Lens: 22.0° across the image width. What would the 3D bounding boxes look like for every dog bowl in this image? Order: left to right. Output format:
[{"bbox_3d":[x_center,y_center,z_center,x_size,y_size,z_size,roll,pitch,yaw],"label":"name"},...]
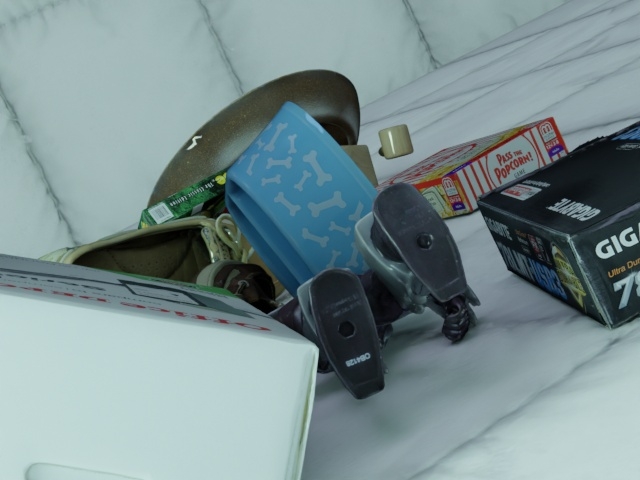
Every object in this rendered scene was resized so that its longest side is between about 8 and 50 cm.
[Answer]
[{"bbox_3d":[-0.007,-0.010,1.315,0.074,0.166,0.297,-39,-3,-7],"label":"dog bowl"}]

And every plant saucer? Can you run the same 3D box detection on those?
[{"bbox_3d":[-0.068,-0.074,1.974,0.311,0.050,0.310,-31,-25,-16],"label":"plant saucer"}]

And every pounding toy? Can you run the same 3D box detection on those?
[{"bbox_3d":[0.026,-0.057,1.858,0.206,0.094,0.181,-21,-9,40],"label":"pounding toy"}]

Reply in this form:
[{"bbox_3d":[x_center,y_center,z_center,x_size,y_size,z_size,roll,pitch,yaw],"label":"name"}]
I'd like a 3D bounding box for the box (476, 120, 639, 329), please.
[{"bbox_3d":[0.272,-0.052,1.108,0.293,0.073,0.295,-25,7,-2],"label":"box"}]

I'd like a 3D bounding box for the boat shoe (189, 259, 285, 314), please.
[{"bbox_3d":[-0.065,0.077,1.312,0.095,0.095,0.257,0,14,15],"label":"boat shoe"}]

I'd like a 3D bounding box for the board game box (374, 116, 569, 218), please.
[{"bbox_3d":[0.141,-0.064,1.710,0.147,0.045,0.193,-30,8,-32],"label":"board game box"}]

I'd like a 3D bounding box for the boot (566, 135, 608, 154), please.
[{"bbox_3d":[0.243,-0.065,1.402,0.121,0.045,0.099,-21,6,38],"label":"boot"}]

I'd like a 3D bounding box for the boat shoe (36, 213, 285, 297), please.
[{"bbox_3d":[-0.133,0.033,1.543,0.285,0.104,0.089,-11,-11,-37],"label":"boat shoe"}]

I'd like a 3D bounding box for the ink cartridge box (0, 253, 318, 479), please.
[{"bbox_3d":[-0.134,0.083,0.939,0.211,0.121,0.289,9,1,-13],"label":"ink cartridge box"}]

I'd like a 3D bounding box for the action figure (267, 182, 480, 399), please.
[{"bbox_3d":[0.020,0.055,1.090,0.185,0.099,0.285,-33,-6,-11],"label":"action figure"}]

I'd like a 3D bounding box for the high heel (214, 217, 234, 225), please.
[{"bbox_3d":[-0.170,0.049,1.746,0.186,0.093,0.261,-15,19,33],"label":"high heel"}]

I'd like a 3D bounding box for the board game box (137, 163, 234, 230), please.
[{"bbox_3d":[-0.154,0.012,1.809,0.136,0.030,0.259,-27,-19,-26],"label":"board game box"}]
